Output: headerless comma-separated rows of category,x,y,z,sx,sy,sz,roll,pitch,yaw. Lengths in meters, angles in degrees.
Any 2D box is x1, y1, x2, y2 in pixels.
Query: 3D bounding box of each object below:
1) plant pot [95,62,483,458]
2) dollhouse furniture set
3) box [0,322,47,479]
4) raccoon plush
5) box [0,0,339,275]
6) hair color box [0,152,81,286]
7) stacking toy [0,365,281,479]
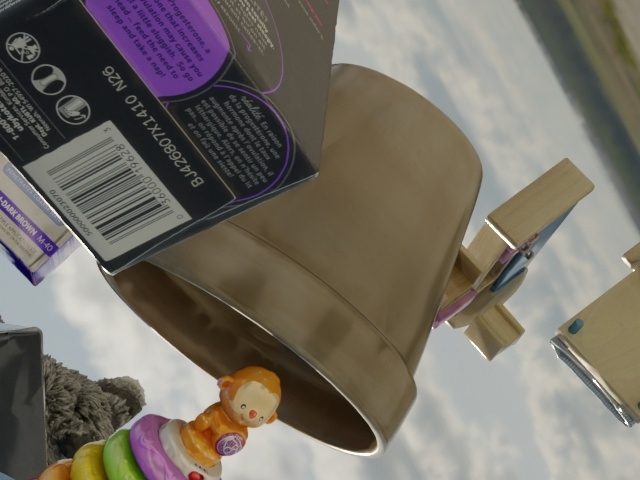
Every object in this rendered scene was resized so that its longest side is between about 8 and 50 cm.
plant pot,0.000,0.000,1.423,0.323,0.280,0.323,32,162,12
dollhouse furniture set,0.263,0.119,1.660,0.303,0.286,0.198,47,147,14
box,-0.501,0.209,1.792,0.395,0.293,0.212,175,92,-69
raccoon plush,-0.458,0.210,2.342,0.299,0.216,0.446,61,-172,-5
box,-0.091,-0.139,0.877,0.165,0.143,0.270,54,-156,-28
hair color box,-0.259,-0.134,1.688,0.185,0.339,0.110,44,165,2
stacking toy,-0.146,0.214,1.323,0.175,0.302,0.166,41,-164,-29
